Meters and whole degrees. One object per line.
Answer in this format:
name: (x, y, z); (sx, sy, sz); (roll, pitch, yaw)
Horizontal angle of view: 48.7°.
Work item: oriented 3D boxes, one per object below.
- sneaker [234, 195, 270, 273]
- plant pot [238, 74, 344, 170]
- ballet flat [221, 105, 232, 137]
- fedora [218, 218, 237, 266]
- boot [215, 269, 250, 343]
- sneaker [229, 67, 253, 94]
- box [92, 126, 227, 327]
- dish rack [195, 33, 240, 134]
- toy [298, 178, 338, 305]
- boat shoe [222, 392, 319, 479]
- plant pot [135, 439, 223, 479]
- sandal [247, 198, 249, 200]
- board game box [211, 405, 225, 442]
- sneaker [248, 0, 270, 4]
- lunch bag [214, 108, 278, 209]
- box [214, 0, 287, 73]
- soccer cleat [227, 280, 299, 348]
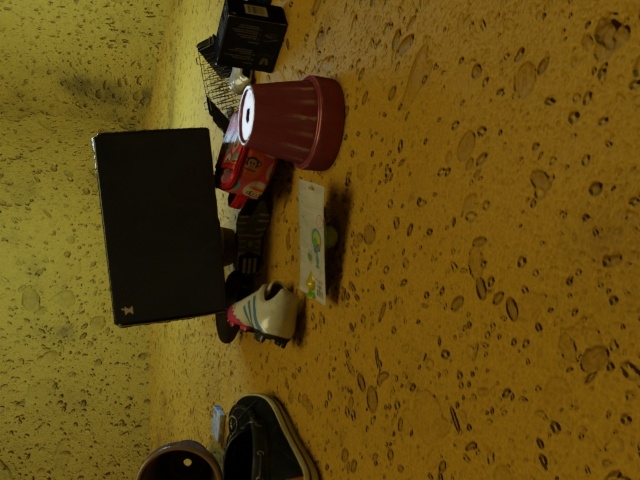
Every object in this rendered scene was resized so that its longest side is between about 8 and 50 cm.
sneaker: (-0.198, -0.036, 1.912); (0.132, 0.086, 0.228); (-120, 38, -60)
plant pot: (-0.070, -0.250, 1.480); (0.201, 0.180, 0.201); (-177, 90, -69)
ballet flat: (-0.306, -0.386, 2.307); (0.041, 0.041, 0.114); (159, 113, -67)
fedora: (-0.300, 0.021, 2.166); (0.194, 0.079, 0.194); (-178, 90, -70)
boot: (-0.247, 0.202, 1.999); (0.106, 0.082, 0.219); (-141, 59, -68)
sneaker: (-0.231, -0.546, 2.114); (0.094, 0.080, 0.212); (-31, 63, 50)
box: (-0.452, -0.048, 1.953); (0.472, 0.298, 0.479); (-165, 70, -75)
dish rack: (-0.299, -0.456, 2.143); (0.208, 0.074, 0.271); (42, -145, -69)
toy: (0.000, 0.000, 1.432); (0.137, 0.056, 0.237); (-154, 64, -63)
boat shoe: (-0.149, 0.480, 1.606); (0.500, 0.156, 0.186); (-151, 64, -68)
plant pot: (-0.429, 0.728, 2.205); (0.229, 0.263, 0.263); (-129, 44, -84)
sandal: (-0.195, -0.224, 1.993); (0.097, 0.055, 0.254); (-168, 73, -76)
board game box: (-0.319, 0.573, 2.209); (0.090, 0.020, 0.090); (-160, 75, -69)
sneaker: (-0.195, -0.661, 2.030); (0.211, 0.080, 0.081); (-47, 37, 45)
lunch bag: (-0.187, -0.206, 1.796); (0.293, 0.120, 0.258); (-165, 92, -72)
box: (-0.188, -0.539, 1.864); (0.158, 0.156, 0.093); (115, 151, -44)
soccer cleat: (-0.129, 0.164, 1.692); (0.331, 0.116, 0.143); (5, 75, 67)
